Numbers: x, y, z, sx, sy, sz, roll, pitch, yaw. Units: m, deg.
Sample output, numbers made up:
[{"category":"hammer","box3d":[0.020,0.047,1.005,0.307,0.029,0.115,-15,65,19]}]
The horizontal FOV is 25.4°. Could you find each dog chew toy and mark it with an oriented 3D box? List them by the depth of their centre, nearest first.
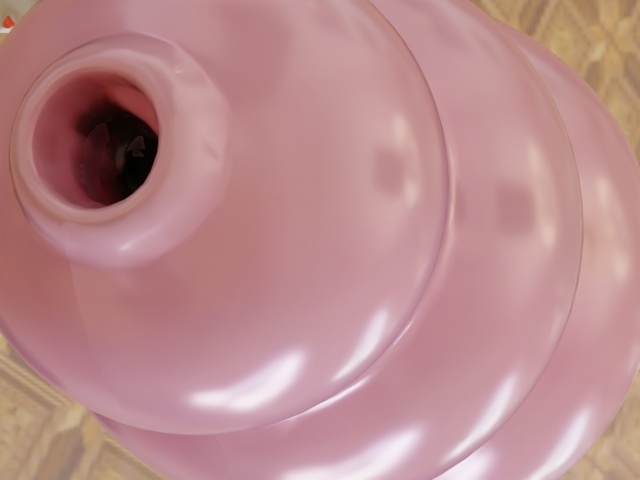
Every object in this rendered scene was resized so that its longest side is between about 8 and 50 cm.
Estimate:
[{"category":"dog chew toy","box3d":[0.000,0.000,0.469,0.332,0.207,0.206,22,77,-71]}]

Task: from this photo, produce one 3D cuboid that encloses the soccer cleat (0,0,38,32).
[{"category":"soccer cleat","box3d":[-0.177,-0.220,1.043,0.068,0.196,0.076,51,20,-11]}]
